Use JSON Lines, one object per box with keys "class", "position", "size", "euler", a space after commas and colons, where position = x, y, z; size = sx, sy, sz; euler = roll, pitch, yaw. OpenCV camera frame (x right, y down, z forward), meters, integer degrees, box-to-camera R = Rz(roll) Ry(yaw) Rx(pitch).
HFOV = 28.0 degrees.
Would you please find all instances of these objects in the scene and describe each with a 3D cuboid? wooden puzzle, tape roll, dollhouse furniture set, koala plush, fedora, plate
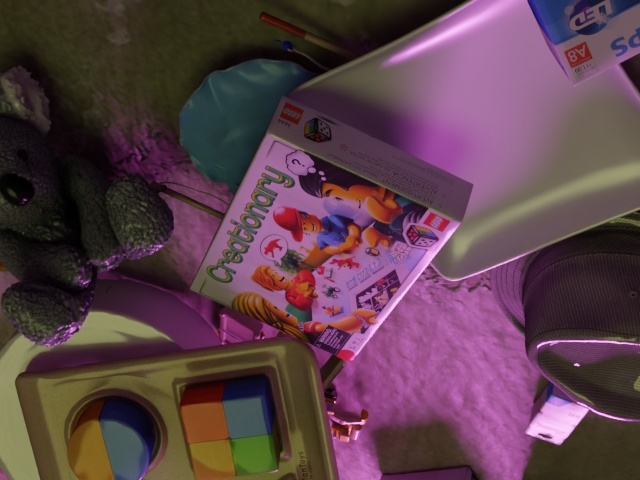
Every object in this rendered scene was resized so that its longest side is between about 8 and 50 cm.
{"class": "wooden puzzle", "position": [-0.152, 0.281, 1.429], "size": [0.348, 0.080, 0.322], "euler": [-7, 109, 9]}
{"class": "tape roll", "position": [-0.244, 0.191, 1.503], "size": [0.286, 0.100, 0.286], "euler": [2, 110, 7]}
{"class": "dollhouse furniture set", "position": [-0.047, 0.116, 1.499], "size": [0.152, 0.058, 0.076], "euler": [30, 148, 15]}
{"class": "koala plush", "position": [-0.295, -0.046, 1.291], "size": [0.196, 0.203, 0.221], "euler": [-45, 115, 1]}
{"class": "fedora", "position": [0.298, 0.091, 1.280], "size": [0.275, 0.124, 0.243], "euler": [19, 137, -1]}
{"class": "plate", "position": [0.158, -0.103, 1.172], "size": [0.278, 0.045, 0.277], "euler": [-24, 124, 31]}

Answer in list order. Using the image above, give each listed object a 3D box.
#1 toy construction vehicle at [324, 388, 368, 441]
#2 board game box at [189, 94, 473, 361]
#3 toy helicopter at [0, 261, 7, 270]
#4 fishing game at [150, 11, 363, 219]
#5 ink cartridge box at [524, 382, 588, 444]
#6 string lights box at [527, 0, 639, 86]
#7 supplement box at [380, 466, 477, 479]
{"class": "toy construction vehicle", "position": [0.005, 0.222, 1.580], "size": [0.098, 0.035, 0.086], "euler": [17, 138, 1]}
{"class": "board game box", "position": [0.000, 0.000, 1.258], "size": [0.193, 0.053, 0.305], "euler": [25, 145, -5]}
{"class": "toy helicopter", "position": [-0.426, -0.082, 1.373], "size": [0.235, 0.140, 0.355], "euler": [-22, 136, 24]}
{"class": "fishing game", "position": [-0.043, -0.107, 1.255], "size": [0.189, 0.041, 0.264], "euler": [21, 133, -15]}
{"class": "ink cartridge box", "position": [0.271, 0.196, 1.468], "size": [0.048, 0.028, 0.083], "euler": [21, 137, -3]}
{"class": "string lights box", "position": [0.191, -0.259, 0.953], "size": [0.133, 0.077, 0.259], "euler": [-27, 123, 9]}
{"class": "supplement box", "position": [0.178, 0.398, 1.678], "size": [0.130, 0.073, 0.239], "euler": [-11, 129, 29]}
